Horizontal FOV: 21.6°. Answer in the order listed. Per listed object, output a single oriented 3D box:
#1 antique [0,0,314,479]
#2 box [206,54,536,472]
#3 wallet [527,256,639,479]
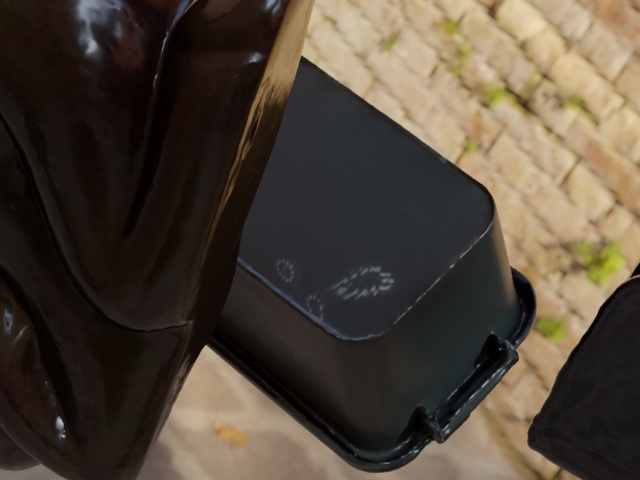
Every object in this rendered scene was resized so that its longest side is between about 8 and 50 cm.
[{"bbox_3d":[-0.098,-0.016,0.620,0.143,0.257,0.121,19,43,3],"label":"antique"},{"bbox_3d":[0.000,0.000,0.988,0.243,0.163,0.135,39,-18,27],"label":"box"},{"bbox_3d":[0.316,0.147,0.968,0.377,0.197,0.051,28,43,7],"label":"wallet"}]
